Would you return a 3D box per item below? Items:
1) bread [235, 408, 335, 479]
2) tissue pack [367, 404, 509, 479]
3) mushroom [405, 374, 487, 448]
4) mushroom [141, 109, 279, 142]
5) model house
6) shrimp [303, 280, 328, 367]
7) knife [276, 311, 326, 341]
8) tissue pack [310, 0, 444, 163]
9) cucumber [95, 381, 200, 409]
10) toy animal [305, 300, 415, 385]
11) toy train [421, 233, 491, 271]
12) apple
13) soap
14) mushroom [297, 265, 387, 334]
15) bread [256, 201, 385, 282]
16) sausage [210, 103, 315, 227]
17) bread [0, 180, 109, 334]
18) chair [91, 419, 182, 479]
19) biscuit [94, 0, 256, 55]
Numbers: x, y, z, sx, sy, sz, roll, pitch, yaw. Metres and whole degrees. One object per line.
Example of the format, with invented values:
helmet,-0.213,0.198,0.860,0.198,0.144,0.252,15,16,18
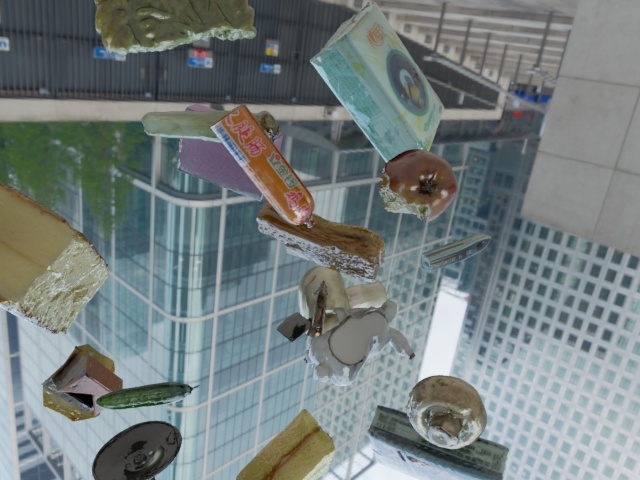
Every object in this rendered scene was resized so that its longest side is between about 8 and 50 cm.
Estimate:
bread,-0.102,0.659,1.564,0.264,0.163,0.167,-25,-127,-35
tissue pack,0.280,0.523,1.271,0.315,0.228,0.103,13,-124,22
mushroom,0.254,0.354,1.078,0.166,0.166,0.127,17,-147,22
mushroom,-0.251,-0.266,1.237,0.312,0.081,0.100,1,-173,-1
model house,-0.661,0.440,1.530,0.135,0.219,0.207,9,-126,43
shrimp,-0.013,0.251,1.611,0.054,0.290,0.222,8,-138,0
knife,-0.056,0.247,1.618,0.072,0.019,0.245,37,-157,15
tissue pack,0.177,-0.436,1.488,0.162,0.388,0.287,-23,-152,38
cucumber,-0.421,0.384,1.301,0.250,0.056,0.056,1,-159,-28
toy animal,0.115,0.278,1.456,0.325,0.154,0.209,-8,-113,-24
toy train,0.416,0.030,1.557,0.251,0.055,0.048,-18,-157,-19
apple,0.208,-0.116,1.089,0.147,0.156,0.158,-42,-169,-12
soap,-0.236,-0.230,1.376,0.259,0.181,0.081,20,-151,10
mushroom,0.039,0.238,1.978,0.315,0.315,0.356,18,-157,26
bread,0.000,0.000,1.527,0.380,0.185,0.109,18,-117,13
sausage,-0.108,-0.148,1.158,0.093,0.312,0.093,-33,-161,13
bread,-0.624,0.037,1.105,0.279,0.279,0.207,27,-113,8
chair,-0.423,0.705,1.386,0.226,0.401,0.226,-10,-158,4
biscuit,-0.244,-0.408,0.866,0.273,0.187,0.036,-24,-173,-29
